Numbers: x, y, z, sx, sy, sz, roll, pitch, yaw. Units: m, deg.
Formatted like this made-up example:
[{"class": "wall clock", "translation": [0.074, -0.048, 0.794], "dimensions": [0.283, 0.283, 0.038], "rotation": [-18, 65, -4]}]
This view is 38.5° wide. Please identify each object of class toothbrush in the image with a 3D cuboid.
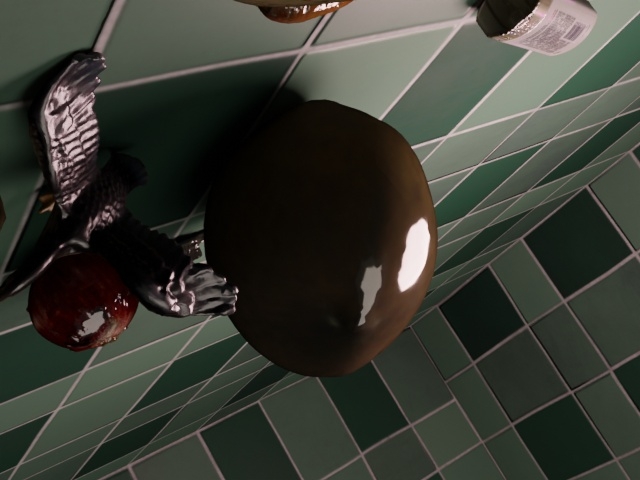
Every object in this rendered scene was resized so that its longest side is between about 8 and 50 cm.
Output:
[{"class": "toothbrush", "translation": [-0.081, -0.028, 1.271], "dimensions": [0.297, 0.031, 0.030], "rotation": [-23, -170, -36]}]

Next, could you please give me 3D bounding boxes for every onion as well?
[{"class": "onion", "translation": [-0.260, 0.059, 1.004], "dimensions": [0.131, 0.131, 0.131], "rotation": [-30, 166, -8]}]

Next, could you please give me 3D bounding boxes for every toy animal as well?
[{"class": "toy animal", "translation": [-0.207, -0.006, 0.806], "dimensions": [0.197, 0.273, 0.160], "rotation": [-38, -156, -9]}]

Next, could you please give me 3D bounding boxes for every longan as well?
[{"class": "longan", "translation": [0.000, 0.000, 1.049], "dimensions": [0.288, 0.288, 0.350], "rotation": [-26, 157, -23]}]

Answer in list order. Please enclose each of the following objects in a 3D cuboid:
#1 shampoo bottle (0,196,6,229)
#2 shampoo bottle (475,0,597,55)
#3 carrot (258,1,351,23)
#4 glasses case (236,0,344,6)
[{"class": "shampoo bottle", "translation": [-0.370, 0.064, 0.848], "dimensions": [0.125, 0.084, 0.350], "rotation": [-21, 162, -43]}, {"class": "shampoo bottle", "translation": [0.266, -0.269, 1.108], "dimensions": [0.086, 0.056, 0.227], "rotation": [-40, 164, 29]}, {"class": "carrot", "translation": [0.050, -0.239, 0.759], "dimensions": [0.247, 0.059, 0.059], "rotation": [-29, 166, -22]}, {"class": "glasses case", "translation": [0.124, -0.228, 0.586], "dimensions": [0.425, 0.098, 0.156], "rotation": [-9, 179, 7]}]
